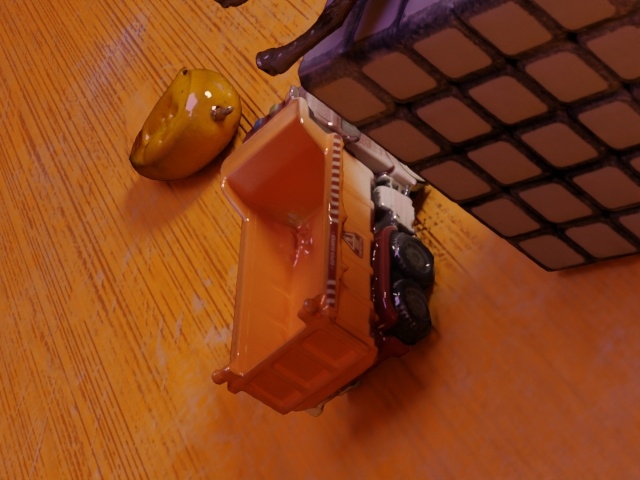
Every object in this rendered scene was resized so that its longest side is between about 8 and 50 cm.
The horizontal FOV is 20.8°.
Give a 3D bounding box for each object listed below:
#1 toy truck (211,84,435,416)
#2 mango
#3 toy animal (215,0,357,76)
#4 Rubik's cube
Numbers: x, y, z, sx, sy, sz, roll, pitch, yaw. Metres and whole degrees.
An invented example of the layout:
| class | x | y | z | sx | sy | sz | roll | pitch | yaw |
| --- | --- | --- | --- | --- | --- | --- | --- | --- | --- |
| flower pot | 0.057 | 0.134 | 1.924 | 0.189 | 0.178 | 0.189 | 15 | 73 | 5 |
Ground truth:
| class | x | y | z | sx | sy | sz | roll | pitch | yaw |
| --- | --- | --- | --- | --- | --- | --- | --- | --- | --- |
| toy truck | 0.000 | 0.000 | 1.223 | 0.114 | 0.135 | 0.270 | -38 | 31 | 31 |
| mango | -0.130 | -0.104 | 1.636 | 0.187 | 0.066 | 0.101 | -25 | 47 | 53 |
| toy animal | 0.038 | -0.233 | 1.003 | 0.260 | 0.087 | 0.243 | -43 | 40 | 18 |
| Rubik's cube | 0.165 | -0.147 | 1.012 | 0.238 | 0.237 | 0.237 | -19 | 45 | 51 |
